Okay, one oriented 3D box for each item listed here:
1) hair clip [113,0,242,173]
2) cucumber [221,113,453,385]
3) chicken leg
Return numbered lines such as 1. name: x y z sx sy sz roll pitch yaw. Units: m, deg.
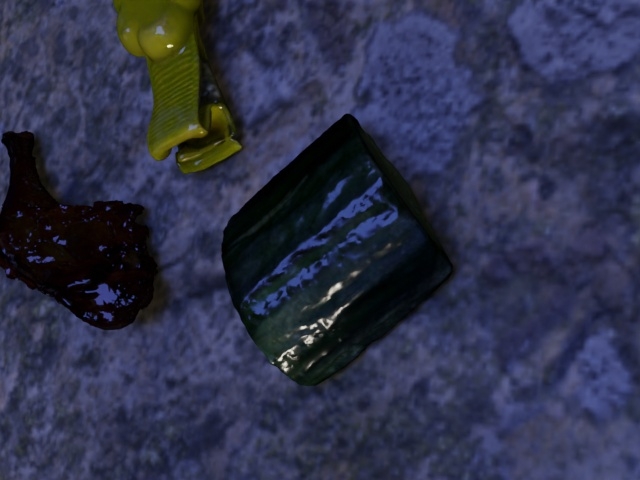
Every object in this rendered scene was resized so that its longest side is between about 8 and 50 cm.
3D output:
1. hair clip: -0.100 -0.127 0.699 0.072 0.046 0.173 -24 64 24
2. cucumber: 0.000 0.000 0.589 0.115 0.062 0.116 -39 61 17
3. chicken leg: -0.178 -0.008 0.724 0.205 0.053 0.093 32 75 29
